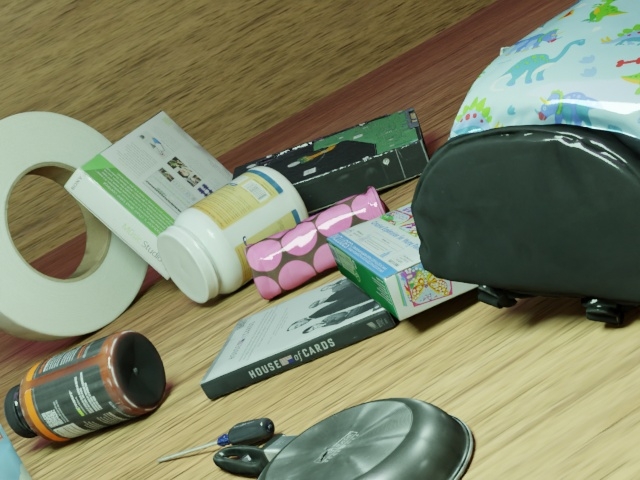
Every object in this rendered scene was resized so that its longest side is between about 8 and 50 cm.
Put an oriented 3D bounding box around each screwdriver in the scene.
[{"bbox_3d":[-0.109,0.205,1.177,0.170,0.024,0.025,-27,39,35],"label":"screwdriver"}]

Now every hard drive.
[{"bbox_3d":[0.013,-0.119,1.995,0.339,0.064,0.237,-20,19,7],"label":"hard drive"}]

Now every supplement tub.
[{"bbox_3d":[-0.292,0.183,1.448,0.198,0.106,0.106,-21,14,27],"label":"supplement tub"},{"bbox_3d":[-0.131,-0.008,1.792,0.200,0.144,0.144,-34,13,-28],"label":"supplement tub"}]

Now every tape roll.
[{"bbox_3d":[-0.457,-0.024,2.000,0.072,0.392,0.392,-17,16,44],"label":"tape roll"}]

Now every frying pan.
[{"bbox_3d":[0.009,0.172,0.992,0.197,0.053,0.326,-29,15,-7],"label":"frying pan"}]

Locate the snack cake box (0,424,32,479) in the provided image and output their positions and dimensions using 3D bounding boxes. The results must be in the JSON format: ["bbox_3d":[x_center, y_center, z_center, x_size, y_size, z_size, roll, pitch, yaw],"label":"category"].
[{"bbox_3d":[-0.424,0.308,1.261,0.152,0.089,0.264,-24,13,9],"label":"snack cake box"}]

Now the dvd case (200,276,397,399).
[{"bbox_3d":[-0.011,0.096,1.375,0.239,0.029,0.179,-24,13,19],"label":"dvd case"}]

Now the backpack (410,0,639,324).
[{"bbox_3d":[0.288,-0.105,1.093,0.355,0.273,0.290,-20,17,-38],"label":"backpack"}]

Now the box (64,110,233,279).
[{"bbox_3d":[-0.270,-0.086,2.054,0.058,0.232,0.322,-47,2,28],"label":"box"}]

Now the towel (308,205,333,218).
[{"bbox_3d":[-0.098,-0.021,2.041,0.285,0.034,0.209,-20,15,32],"label":"towel"}]

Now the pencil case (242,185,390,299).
[{"bbox_3d":[0.000,0.000,1.617,0.209,0.095,0.098,-23,-3,10],"label":"pencil case"}]

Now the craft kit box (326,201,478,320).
[{"bbox_3d":[0.153,-0.009,1.313,0.246,0.061,0.250,-26,15,-7],"label":"craft kit box"}]
